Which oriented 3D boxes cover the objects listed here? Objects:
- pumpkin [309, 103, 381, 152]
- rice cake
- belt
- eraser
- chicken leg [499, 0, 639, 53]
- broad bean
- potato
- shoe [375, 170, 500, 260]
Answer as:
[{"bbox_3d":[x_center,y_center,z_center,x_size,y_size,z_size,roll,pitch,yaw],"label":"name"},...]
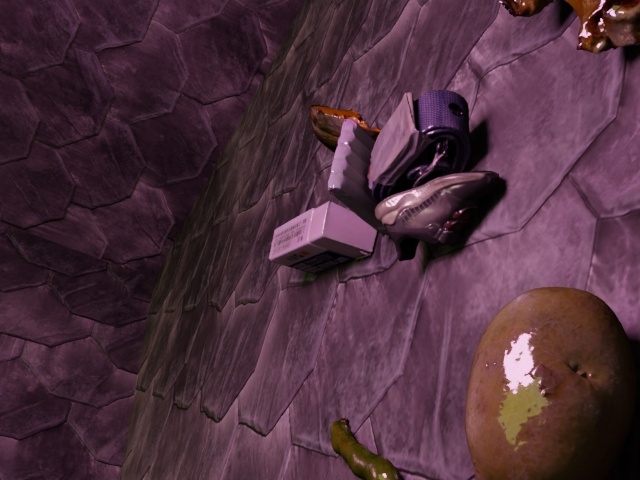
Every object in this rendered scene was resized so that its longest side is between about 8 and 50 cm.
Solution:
[{"bbox_3d":[0.025,-0.265,1.672,0.111,0.163,0.278,-66,21,16],"label":"pumpkin"},{"bbox_3d":[0.090,-0.116,1.316,0.037,0.198,0.189,-14,49,34],"label":"rice cake"},{"bbox_3d":[0.170,-0.144,1.210,0.230,0.140,0.126,129,155,-48],"label":"belt"},{"bbox_3d":[0.000,0.000,1.503,0.287,0.130,0.086,-22,51,61],"label":"eraser"},{"bbox_3d":[0.356,-0.389,1.010,0.211,0.140,0.361,-31,36,45],"label":"chicken leg"},{"bbox_3d":[0.063,0.339,1.101,0.053,0.052,0.256,-27,12,-13],"label":"broad bean"},{"bbox_3d":[0.229,0.168,0.717,0.174,0.159,0.251,96,-163,-59],"label":"potato"},{"bbox_3d":[0.193,-0.039,1.127,0.228,0.099,0.112,-18,80,41],"label":"shoe"}]
